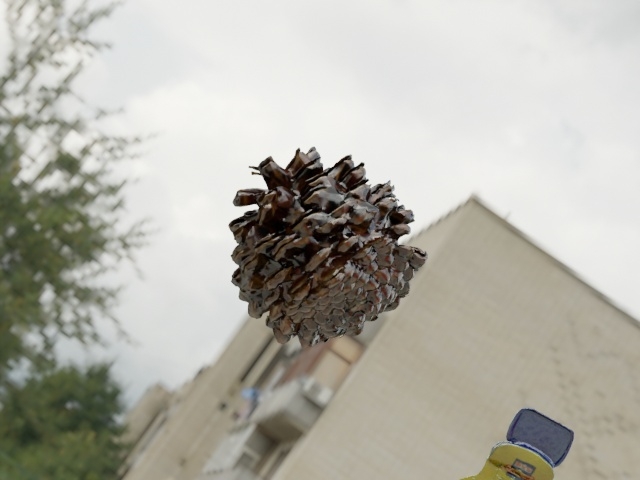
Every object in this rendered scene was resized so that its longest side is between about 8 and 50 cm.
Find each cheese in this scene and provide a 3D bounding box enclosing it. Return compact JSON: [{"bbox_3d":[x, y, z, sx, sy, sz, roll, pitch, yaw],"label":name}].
[{"bbox_3d":[0.204,0.312,1.671,0.157,0.250,0.064,27,1,-2],"label":"cheese"}]

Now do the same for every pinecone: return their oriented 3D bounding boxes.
[{"bbox_3d":[0.000,0.000,1.563,0.221,0.221,0.221,32,-18,12],"label":"pinecone"}]
